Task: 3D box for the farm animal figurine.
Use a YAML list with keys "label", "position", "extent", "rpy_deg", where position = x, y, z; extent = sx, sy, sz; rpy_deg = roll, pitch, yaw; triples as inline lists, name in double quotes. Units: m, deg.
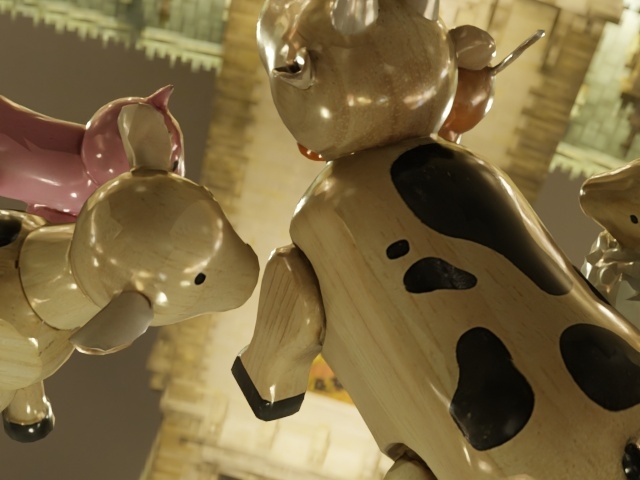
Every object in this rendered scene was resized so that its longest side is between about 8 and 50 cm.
- label: "farm animal figurine"
  position: [0.000, 0.000, 0.481]
  extent: [0.327, 0.172, 0.330]
  rpy_deg: [43, -127, 18]
